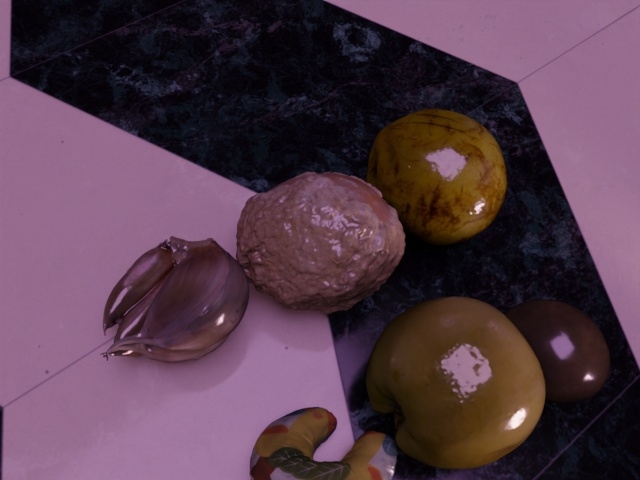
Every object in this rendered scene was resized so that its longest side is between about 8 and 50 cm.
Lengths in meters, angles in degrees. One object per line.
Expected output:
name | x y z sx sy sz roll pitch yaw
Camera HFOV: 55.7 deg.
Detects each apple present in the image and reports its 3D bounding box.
apple | 0.221 0.240 1.030 0.254 0.292 0.292 -23 68 -26

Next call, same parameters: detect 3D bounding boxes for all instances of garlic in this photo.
garlic | -0.252 0.107 1.071 0.238 0.210 0.291 20 54 -4

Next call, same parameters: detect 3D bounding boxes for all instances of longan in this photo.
longan | 0.424 0.200 1.113 0.212 0.198 0.198 42 66 15

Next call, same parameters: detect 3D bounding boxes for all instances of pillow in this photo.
pillow | 0.000 0.369 1.002 0.234 0.086 0.214 16 34 27

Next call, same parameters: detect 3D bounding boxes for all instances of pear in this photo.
pear | 0.226 -0.124 1.208 0.284 0.283 0.283 3 64 -5

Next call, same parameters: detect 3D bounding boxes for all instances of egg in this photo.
egg | 0.000 0.000 1.124 0.311 0.279 0.279 -8 63 12
